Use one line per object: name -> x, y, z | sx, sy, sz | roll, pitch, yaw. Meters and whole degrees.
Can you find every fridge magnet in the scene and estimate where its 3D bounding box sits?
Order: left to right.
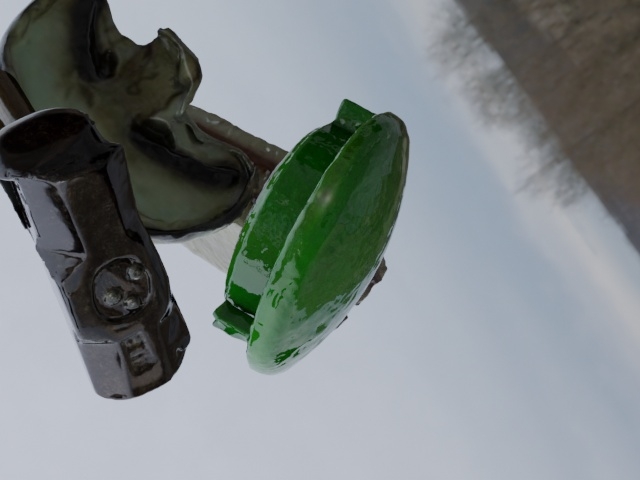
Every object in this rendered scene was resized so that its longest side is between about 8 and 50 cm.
fridge magnet -> 0.000, 0.000, 0.897 | 0.088, 0.208, 0.208 | 28, -174, 12

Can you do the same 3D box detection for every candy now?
candy -> -0.083, -0.032, 1.610 | 0.320, 0.135, 0.179 | 28, 153, 34

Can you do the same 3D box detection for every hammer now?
hammer -> -0.237, -0.061, 1.104 | 0.409, 0.095, 0.242 | 50, 161, 50

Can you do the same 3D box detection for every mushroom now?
mushroom -> -0.229, -0.133, 1.456 | 0.344, 0.247, 0.130 | 39, 155, -4
